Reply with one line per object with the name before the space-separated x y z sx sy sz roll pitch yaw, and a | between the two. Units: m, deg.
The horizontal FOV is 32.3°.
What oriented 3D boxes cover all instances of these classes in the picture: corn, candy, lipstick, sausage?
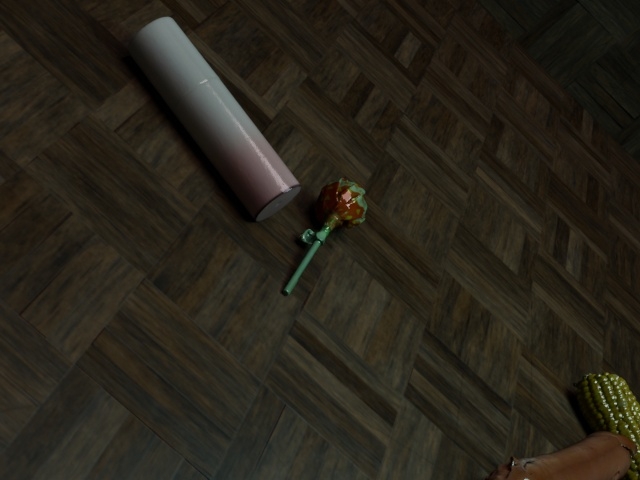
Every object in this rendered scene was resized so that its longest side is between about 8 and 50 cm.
corn | 0.535 0.366 1.890 0.102 0.102 0.313 16 44 -43
candy | 0.000 0.001 1.669 0.287 0.078 0.084 -59 142 -50
lipstick | -0.159 -0.181 1.640 0.327 0.087 0.087 53 30 9
sausage | 0.371 0.357 1.685 0.419 0.094 0.094 1 96 -52
